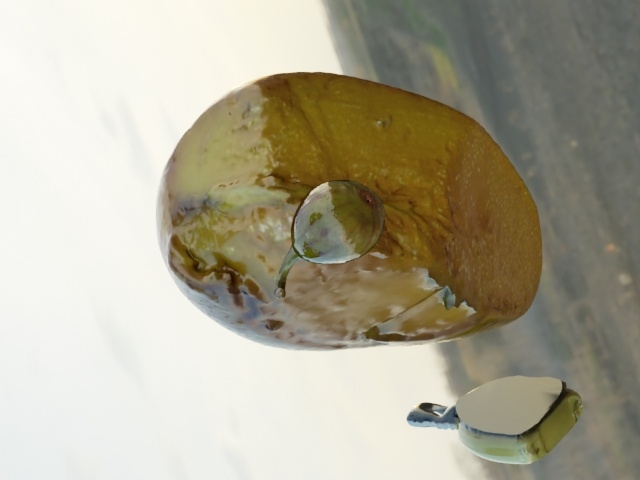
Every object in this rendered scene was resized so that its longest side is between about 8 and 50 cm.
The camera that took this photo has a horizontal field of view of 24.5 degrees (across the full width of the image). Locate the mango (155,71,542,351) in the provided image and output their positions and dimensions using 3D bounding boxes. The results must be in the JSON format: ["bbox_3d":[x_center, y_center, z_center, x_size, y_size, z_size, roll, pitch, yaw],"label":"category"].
[{"bbox_3d":[0.040,-0.011,1.053,0.199,0.201,0.350,34,-166,38],"label":"mango"}]

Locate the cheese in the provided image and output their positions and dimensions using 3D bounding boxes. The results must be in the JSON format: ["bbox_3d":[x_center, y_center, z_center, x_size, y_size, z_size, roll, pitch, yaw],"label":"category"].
[{"bbox_3d":[0.133,0.147,1.215,0.162,0.086,0.036,-2,123,48],"label":"cheese"}]

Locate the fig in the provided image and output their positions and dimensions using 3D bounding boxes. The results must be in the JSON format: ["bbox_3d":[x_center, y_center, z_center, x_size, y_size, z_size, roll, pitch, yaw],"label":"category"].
[{"bbox_3d":[0.000,0.000,0.849,0.050,0.083,0.050,36,-155,-20],"label":"fig"}]
